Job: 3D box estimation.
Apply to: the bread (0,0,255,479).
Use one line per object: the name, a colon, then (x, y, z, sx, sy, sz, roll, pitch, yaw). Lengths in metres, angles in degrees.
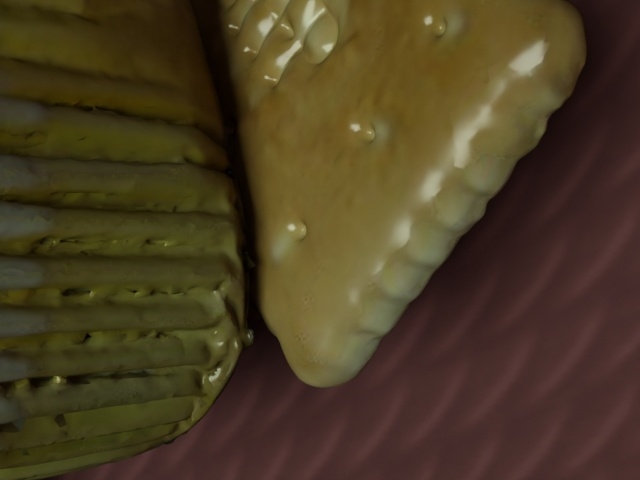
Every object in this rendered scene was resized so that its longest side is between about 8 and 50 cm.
bread: (-0.146, -0.051, 0.442, 0.204, 0.156, 0.288, -23, 73, 49)

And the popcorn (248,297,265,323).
popcorn: (0.000, 0.000, 0.476, 0.083, 0.057, 0.082, 48, 116, 17)

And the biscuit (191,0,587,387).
biscuit: (-0.020, -0.083, 0.438, 0.160, 0.030, 0.250, -55, 50, 27)
